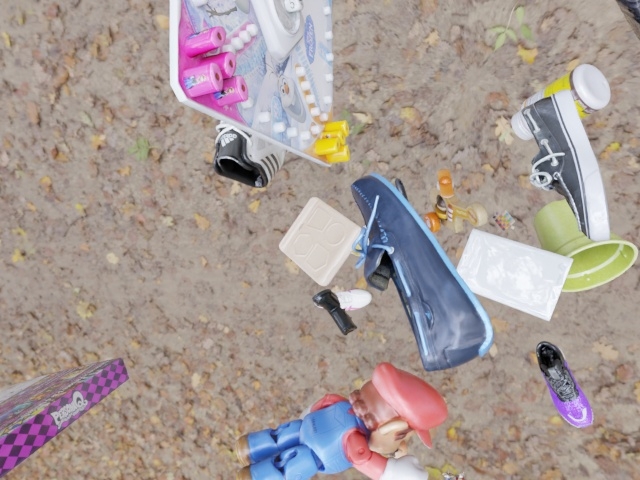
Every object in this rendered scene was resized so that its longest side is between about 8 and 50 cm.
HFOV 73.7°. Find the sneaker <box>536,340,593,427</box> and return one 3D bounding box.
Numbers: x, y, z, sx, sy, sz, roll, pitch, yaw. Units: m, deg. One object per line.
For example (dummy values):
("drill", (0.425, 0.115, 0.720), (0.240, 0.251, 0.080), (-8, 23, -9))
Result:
("sneaker", (0.803, 0.473, 1.441), (0.102, 0.293, 0.146), (-30, 136, 22))

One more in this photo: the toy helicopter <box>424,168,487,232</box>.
("toy helicopter", (0.494, -0.134, 1.558), (0.140, 0.355, 0.234), (-18, 105, -8))

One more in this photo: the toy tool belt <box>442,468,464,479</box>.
("toy tool belt", (0.282, 0.522, 0.920), (0.051, 0.052, 0.083), (1, 144, 18))

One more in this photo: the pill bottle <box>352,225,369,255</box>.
("pill bottle", (0.163, 0.005, 1.620), (0.103, 0.103, 0.184), (49, 162, -3))

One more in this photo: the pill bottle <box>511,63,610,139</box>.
("pill bottle", (0.606, -0.343, 1.099), (0.117, 0.117, 0.215), (51, 153, -4))

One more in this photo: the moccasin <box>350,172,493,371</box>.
("moccasin", (0.112, 0.028, 0.633), (0.117, 0.342, 0.137), (-30, 139, 2))

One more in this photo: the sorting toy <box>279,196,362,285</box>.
("sorting toy", (0.000, 0.000, 1.219), (0.208, 0.038, 0.193), (38, 96, 34))

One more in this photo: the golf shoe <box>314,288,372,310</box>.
("golf shoe", (0.071, 0.194, 1.366), (0.186, 0.086, 0.067), (-8, 89, 13))

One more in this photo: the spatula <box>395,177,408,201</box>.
("spatula", (0.274, -0.049, 1.253), (0.030, 0.084, 0.296), (-34, 70, 44))

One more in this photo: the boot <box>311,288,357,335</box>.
("boot", (0.034, 0.164, 0.963), (0.045, 0.121, 0.099), (-35, 68, 9))

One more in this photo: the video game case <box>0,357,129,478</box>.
("video game case", (-0.400, 0.232, 0.535), (0.210, 0.232, 0.041), (-17, 96, 12))

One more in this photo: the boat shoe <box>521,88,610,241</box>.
("boat shoe", (0.428, -0.133, 0.765), (0.105, 0.113, 0.306), (-16, 65, 29))

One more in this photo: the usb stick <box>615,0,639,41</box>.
("usb stick", (0.652, -0.436, 0.852), (0.045, 0.278, 0.077), (-50, 52, 32))

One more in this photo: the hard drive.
("hard drive", (0.606, 0.103, 1.370), (0.308, 0.040, 0.203), (21, 89, 31))

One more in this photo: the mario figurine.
("mario figurine", (0.046, 0.317, 0.646), (0.321, 0.198, 0.170), (-22, 145, -3))

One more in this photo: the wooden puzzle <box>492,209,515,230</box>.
("wooden puzzle", (0.602, -0.065, 1.394), (0.049, 0.006, 0.083), (-54, 47, 35))

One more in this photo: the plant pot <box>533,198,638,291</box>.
("plant pot", (0.881, -0.003, 1.484), (0.276, 0.253, 0.276), (-4, 140, -3))

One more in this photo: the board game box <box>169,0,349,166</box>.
("board game box", (-0.049, -0.331, 0.599), (0.050, 0.390, 0.389), (-1, 88, 25))

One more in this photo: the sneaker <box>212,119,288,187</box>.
("sneaker", (-0.178, -0.311, 0.963), (0.169, 0.257, 0.447), (-6, 134, 15))
